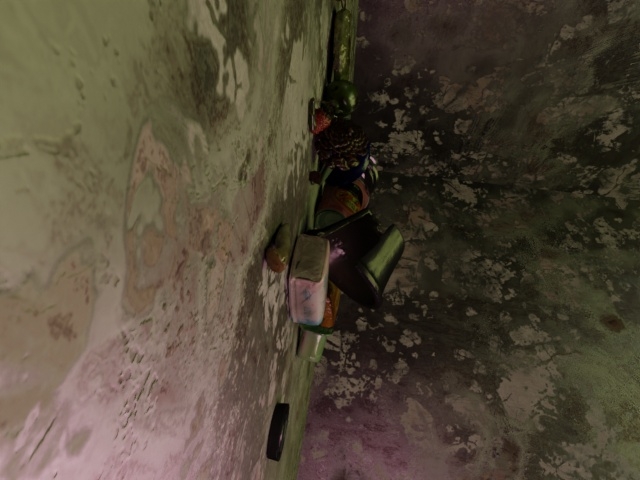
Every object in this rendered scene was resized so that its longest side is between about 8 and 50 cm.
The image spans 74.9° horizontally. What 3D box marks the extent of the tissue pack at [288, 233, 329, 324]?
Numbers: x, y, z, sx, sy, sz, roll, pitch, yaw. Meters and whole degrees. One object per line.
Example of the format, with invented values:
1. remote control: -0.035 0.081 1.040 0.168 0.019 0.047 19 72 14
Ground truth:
1. tissue pack: -0.036 0.139 1.420 0.271 0.124 0.201 90 5 -50

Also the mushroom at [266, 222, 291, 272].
1. mushroom: -0.095 0.010 1.017 0.202 0.055 0.059 -84 -175 -63

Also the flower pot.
1. flower pot: 0.152 0.045 1.561 0.251 0.379 0.379 -44 160 -19

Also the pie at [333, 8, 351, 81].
1. pie: 0.085 -0.761 1.668 0.306 0.071 0.306 1 90 -87

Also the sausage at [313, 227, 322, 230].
1. sausage: 0.000 0.000 1.773 0.238 0.098 0.098 57 41 -80

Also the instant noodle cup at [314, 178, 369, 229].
1. instant noodle cup: 0.085 -0.145 1.912 0.255 0.244 0.243 -65 163 -48

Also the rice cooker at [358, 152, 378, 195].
1. rice cooker: 0.171 -0.360 2.239 0.317 0.264 0.316 -38 -157 20

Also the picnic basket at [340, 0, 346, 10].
1. picnic basket: 0.078 -0.870 1.497 0.083 0.072 0.072 68 27 -53

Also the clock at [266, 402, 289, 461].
1. clock: -0.142 0.645 1.416 0.184 0.040 0.184 8 90 -86

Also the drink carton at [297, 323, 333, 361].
1. drink carton: -0.034 0.444 1.826 0.144 0.146 0.142 -37 142 -82

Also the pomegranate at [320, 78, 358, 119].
1. pomegranate: 0.077 -0.538 1.618 0.148 0.149 0.169 89 16 -57

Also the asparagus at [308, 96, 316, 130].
1. asparagus: -0.024 -0.393 1.292 0.021 0.025 0.108 44 -35 41

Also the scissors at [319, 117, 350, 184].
1. scissors: 0.062 -0.355 1.709 0.138 0.041 0.289 22 101 -45

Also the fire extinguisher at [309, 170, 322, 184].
1. fire extinguisher: -0.015 -0.232 1.560 0.056 0.039 0.132 -50 177 3

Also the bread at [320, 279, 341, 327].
1. bread: 0.001 0.206 1.786 0.344 0.149 0.195 -73 157 -59

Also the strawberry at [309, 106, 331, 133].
1. strawberry: -0.008 -0.385 1.350 0.083 0.073 0.073 -47 -179 10

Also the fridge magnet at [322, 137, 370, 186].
1. fridge magnet: 0.114 -0.351 1.820 0.113 0.266 0.265 30 58 -36

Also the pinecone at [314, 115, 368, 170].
1. pinecone: 0.072 -0.348 1.550 0.208 0.208 0.207 7 90 -85
